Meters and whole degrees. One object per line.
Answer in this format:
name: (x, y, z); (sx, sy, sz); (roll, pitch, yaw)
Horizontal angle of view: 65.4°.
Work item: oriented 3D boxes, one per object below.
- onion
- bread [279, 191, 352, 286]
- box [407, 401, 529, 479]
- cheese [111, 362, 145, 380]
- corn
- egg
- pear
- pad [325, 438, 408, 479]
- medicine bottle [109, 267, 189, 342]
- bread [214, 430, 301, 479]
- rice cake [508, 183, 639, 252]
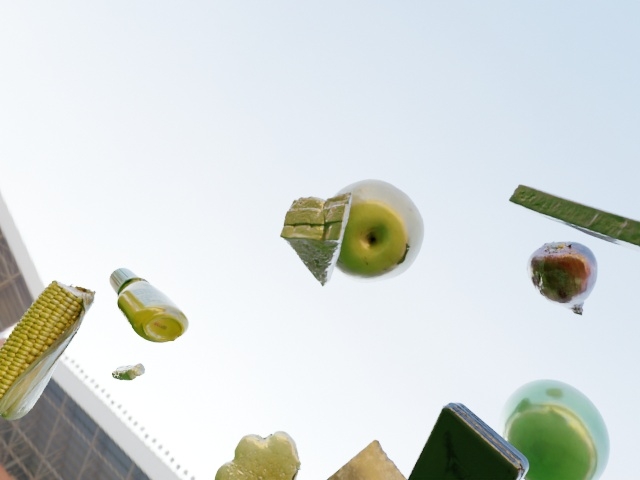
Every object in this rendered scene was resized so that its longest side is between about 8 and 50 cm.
onion: (0.593, 0.097, 1.207); (0.160, 0.159, 0.194); (-13, -77, 39)
bread: (0.021, 0.004, 0.736); (0.105, 0.077, 0.152); (-1, -33, 31)
box: (0.233, 0.405, 0.842); (0.160, 0.050, 0.230); (37, -62, 41)
cheese: (-0.625, 0.429, 1.617); (0.194, 0.065, 0.043); (-19, -79, 49)
corn: (-0.592, 0.223, 1.053); (0.122, 0.305, 0.123); (26, -20, 2)
egg: (0.506, 0.422, 1.094); (0.221, 0.270, 0.220); (4, -76, 16)
pear: (0.141, -0.023, 1.408); (0.310, 0.309, 0.308); (12, -68, 34)
pad: (0.047, 0.245, 0.250); (0.235, 0.158, 0.003); (50, -33, 20)
medicine bottle: (-0.367, 0.119, 1.017); (0.309, 0.111, 0.076); (24, -88, 52)
bread: (-0.129, 0.532, 1.037); (0.039, 0.182, 0.250); (151, -61, -67)
rice cake: (0.499, -0.034, 0.903); (0.298, 0.106, 0.050); (31, -78, 48)
